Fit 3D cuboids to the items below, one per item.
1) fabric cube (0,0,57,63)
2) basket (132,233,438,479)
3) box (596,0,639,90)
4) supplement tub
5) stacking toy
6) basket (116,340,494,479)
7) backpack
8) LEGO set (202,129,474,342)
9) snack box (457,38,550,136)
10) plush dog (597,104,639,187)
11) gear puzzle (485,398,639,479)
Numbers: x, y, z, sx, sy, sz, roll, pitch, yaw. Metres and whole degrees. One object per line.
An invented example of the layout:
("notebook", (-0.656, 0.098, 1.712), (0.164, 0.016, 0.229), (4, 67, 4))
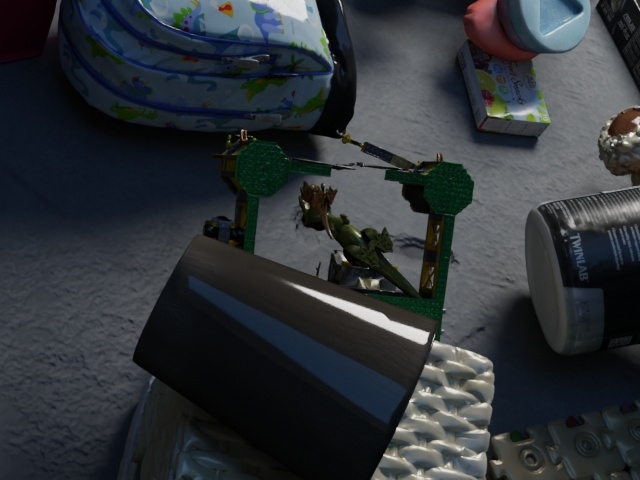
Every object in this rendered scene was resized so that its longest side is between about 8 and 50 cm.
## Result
("fabric cube", (-0.462, -0.368, 1.728), (0.254, 0.259, 0.258), (-16, 64, -33))
("basket", (-0.035, 0.100, 1.306), (0.227, 0.154, 0.204), (28, 45, 1))
("box", (0.524, -0.313, 2.241), (0.147, 0.077, 0.180), (-4, 58, -26))
("supplement tub", (0.422, 0.024, 1.818), (0.316, 0.193, 0.193), (-9, 58, -4))
("stacking toy", (0.281, -0.418, 2.024), (0.279, 0.130, 0.309), (26, 74, -29))
("basket", (-0.020, 0.261, 1.464), (0.331, 0.266, 0.328), (19, 50, -13))
("backpack", (-0.145, -0.267, 1.826), (0.356, 0.273, 0.290), (-7, 65, -14))
("LEGO set", (0.000, 0.000, 1.688), (0.331, 0.192, 0.255), (-3, 94, -19))
("snack box", (0.255, -0.213, 2.076), (0.100, 0.037, 0.141), (5, 54, -23))
("plush dog", (0.501, -0.041, 1.997), (0.262, 0.210, 0.225), (3, 66, 12))
("gear puzzle", (0.279, 0.294, 1.720), (0.339, 0.044, 0.175), (-10, 62, -26))
